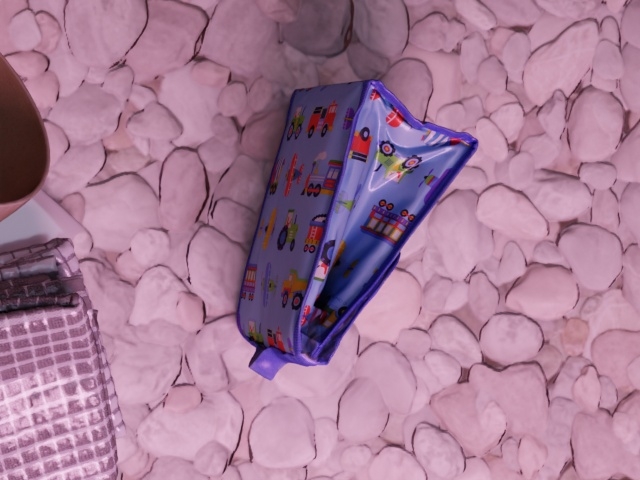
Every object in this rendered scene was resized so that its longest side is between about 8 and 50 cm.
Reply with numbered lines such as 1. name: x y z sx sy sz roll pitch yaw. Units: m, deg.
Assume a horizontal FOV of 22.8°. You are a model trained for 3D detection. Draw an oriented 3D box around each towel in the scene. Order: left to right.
1. towel: -0.331 0.150 1.486 0.283 0.121 0.235 -14 115 -12

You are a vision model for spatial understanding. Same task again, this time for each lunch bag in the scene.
1. lunch bag: 0.000 0.000 1.579 0.138 0.221 0.293 28 83 -18

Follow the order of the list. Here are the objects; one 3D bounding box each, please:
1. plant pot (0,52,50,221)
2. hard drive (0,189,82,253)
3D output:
1. plant pot: -0.409 -0.086 1.392 0.284 0.284 0.191 42 114 -16
2. hard drive: -0.412 -0.040 1.531 0.307 0.040 0.203 43 79 -16
